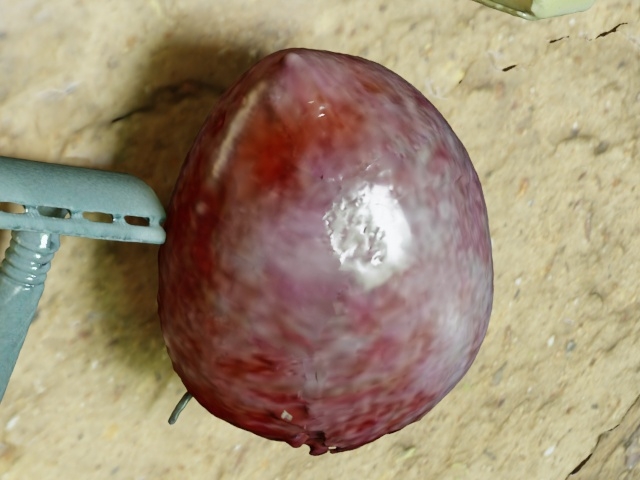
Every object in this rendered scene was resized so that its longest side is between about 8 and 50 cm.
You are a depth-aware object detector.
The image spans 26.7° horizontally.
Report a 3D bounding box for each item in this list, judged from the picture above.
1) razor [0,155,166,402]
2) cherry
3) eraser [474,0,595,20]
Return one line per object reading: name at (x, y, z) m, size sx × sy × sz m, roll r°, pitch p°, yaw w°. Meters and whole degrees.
razor at (-0.171, 0.066, 0.678) m, size 0.106 × 0.068 × 0.232 m, roll 8°, pitch 114°, yaw -46°
cherry at (0.000, 0.000, 0.708) m, size 0.192 × 0.175 × 0.249 m, roll -27°, pitch 138°, yaw -19°
eraser at (0.065, -0.187, 0.665) m, size 0.058 × 0.172 × 0.117 m, roll -17°, pitch 124°, yaw -40°
